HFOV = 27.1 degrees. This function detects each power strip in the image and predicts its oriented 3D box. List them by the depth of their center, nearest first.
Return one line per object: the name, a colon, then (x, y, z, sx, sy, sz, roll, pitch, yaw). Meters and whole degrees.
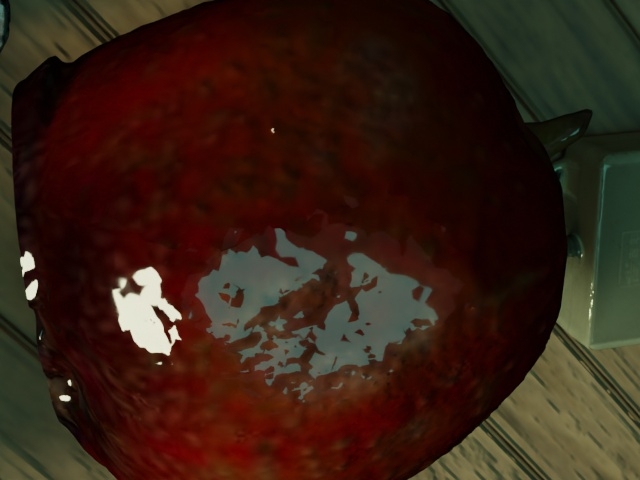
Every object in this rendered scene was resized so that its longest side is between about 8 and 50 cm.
power strip: (0.278, -0.013, 0.706, 0.367, 0.043, 0.106, -6, 110, -16)

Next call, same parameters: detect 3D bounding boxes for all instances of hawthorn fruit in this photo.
hawthorn fruit: (0.000, 0.000, 0.541, 0.250, 0.215, 0.215, -28, 115, -15)

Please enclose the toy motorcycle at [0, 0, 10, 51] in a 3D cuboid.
toy motorcycle: (-0.219, -0.108, 0.495, 0.205, 0.076, 0.114, 36, 104, -27)
